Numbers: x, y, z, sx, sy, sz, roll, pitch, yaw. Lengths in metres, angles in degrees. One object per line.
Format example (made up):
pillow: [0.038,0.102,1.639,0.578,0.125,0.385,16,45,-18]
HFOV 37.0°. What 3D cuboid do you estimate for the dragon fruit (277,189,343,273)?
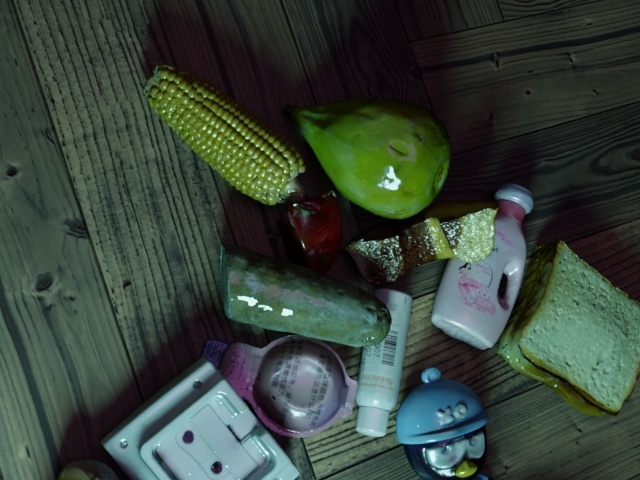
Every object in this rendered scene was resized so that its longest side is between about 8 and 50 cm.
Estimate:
dragon fruit: [0.002,-0.001,1.751,0.120,0.127,0.161,-17,86,-16]

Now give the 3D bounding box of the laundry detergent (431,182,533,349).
laundry detergent: [0.337,0.041,1.896,0.159,0.088,0.335,31,69,-13]

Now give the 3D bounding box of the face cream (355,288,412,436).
face cream: [0.114,0.227,1.768,0.082,0.082,0.269,16,72,-19]

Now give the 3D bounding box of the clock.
clock: [-0.193,0.360,1.581,0.231,0.116,0.262,-39,95,-16]

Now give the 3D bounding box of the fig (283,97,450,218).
fig: [0.087,-0.152,1.792,0.314,0.233,0.233,-2,78,5]

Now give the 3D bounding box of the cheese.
cheese: [-0.075,0.247,1.691,0.286,0.074,0.189,13,71,-6]

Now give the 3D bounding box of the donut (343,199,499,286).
donut: [0.197,0.001,1.824,0.295,0.151,0.112,-13,103,6]

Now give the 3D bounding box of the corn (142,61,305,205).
corn: [-0.166,-0.189,1.714,0.347,0.130,0.130,40,67,-8]

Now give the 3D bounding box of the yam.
yam: [-0.032,0.109,1.687,0.330,0.133,0.133,17,73,-12]

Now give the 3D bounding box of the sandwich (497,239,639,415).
sandwich: [0.522,0.190,1.938,0.301,0.099,0.271,34,73,-16]

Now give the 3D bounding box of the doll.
doll: [0.237,0.385,1.755,0.177,0.141,0.314,-14,88,-19]

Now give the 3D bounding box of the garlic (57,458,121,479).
garlic: [-0.381,0.450,1.459,0.257,0.207,0.207,26,62,-63]
